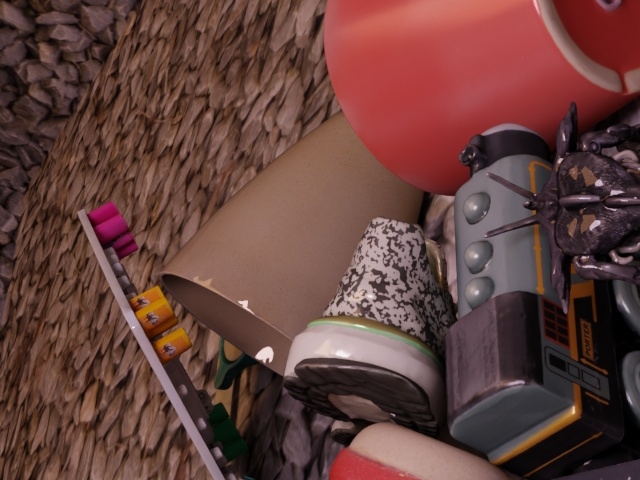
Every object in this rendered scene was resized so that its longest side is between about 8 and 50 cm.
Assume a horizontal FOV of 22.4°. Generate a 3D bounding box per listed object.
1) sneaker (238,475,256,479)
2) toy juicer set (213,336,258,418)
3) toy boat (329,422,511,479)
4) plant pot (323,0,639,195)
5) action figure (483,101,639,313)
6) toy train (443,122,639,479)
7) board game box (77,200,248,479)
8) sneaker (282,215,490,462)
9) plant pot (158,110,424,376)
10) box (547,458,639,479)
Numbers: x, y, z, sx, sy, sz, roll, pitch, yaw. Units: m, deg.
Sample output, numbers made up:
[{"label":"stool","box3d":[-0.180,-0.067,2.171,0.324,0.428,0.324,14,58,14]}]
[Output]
[{"label":"sneaker","box3d":[-0.010,0.283,1.625,0.295,0.178,0.124,-50,28,39]},{"label":"toy juicer set","box3d":[-0.099,0.086,2.144,0.329,0.089,0.209,-58,24,28]},{"label":"toy boat","box3d":[0.084,0.250,1.266,0.151,0.231,0.151,15,61,47]},{"label":"plant pot","box3d":[0.182,-0.198,1.524,0.243,0.275,0.275,-19,52,49]},{"label":"action figure","box3d":[0.268,-0.019,1.212,0.275,0.141,0.164,0,77,31]},{"label":"toy train","box3d":[0.192,0.051,1.316,0.142,0.190,0.334,-36,38,39]},{"label":"board game box","box3d":[-0.149,0.170,1.876,0.050,0.390,0.390,-29,23,-5]},{"label":"sneaker","box3d":[0.090,0.095,1.425,0.410,0.158,0.182,61,-136,-70]},{"label":"plant pot","box3d":[0.000,0.000,1.828,0.274,0.256,0.256,-56,18,-13]},{"label":"box","box3d":[0.226,0.238,1.112,0.207,0.153,0.108,-33,28,59]}]
